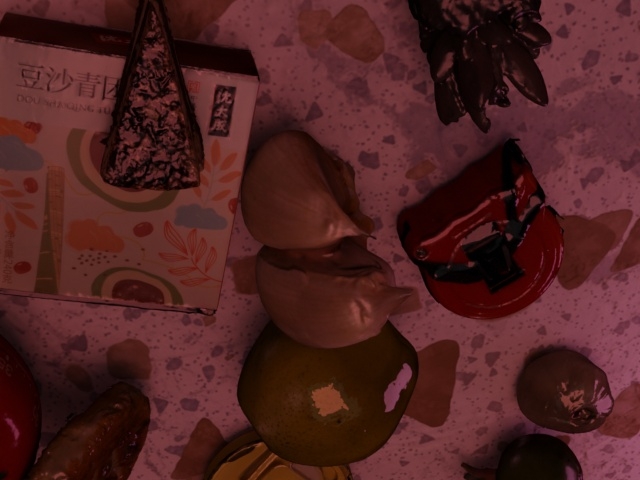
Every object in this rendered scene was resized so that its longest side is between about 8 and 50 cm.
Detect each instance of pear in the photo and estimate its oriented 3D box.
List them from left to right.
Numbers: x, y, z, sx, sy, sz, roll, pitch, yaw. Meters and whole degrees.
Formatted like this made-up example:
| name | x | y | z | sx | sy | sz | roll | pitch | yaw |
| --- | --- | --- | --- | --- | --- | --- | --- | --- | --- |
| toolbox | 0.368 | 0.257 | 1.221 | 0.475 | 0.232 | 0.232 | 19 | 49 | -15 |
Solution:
| name | x | y | z | sx | sy | sz | roll | pitch | yaw |
| --- | --- | --- | --- | --- | --- | --- | --- | --- | --- |
| pear | 0.008 | 0.224 | 1.500 | 0.294 | 0.294 | 0.294 | -4 | 119 | -8 |

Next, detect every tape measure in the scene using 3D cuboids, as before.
| name | x | y | z | sx | sy | sz | roll | pitch | yaw |
| --- | --- | --- | --- | --- | --- | --- | --- | --- | --- |
| tape measure | 0.270 | 0.001 | 1.511 | 0.253 | 0.114 | 0.260 | -34 | 119 | 10 |

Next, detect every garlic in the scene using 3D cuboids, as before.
| name | x | y | z | sx | sy | sz | roll | pitch | yaw |
| --- | --- | --- | --- | --- | --- | --- | --- | --- | --- |
| garlic | 0.000 | 0.000 | 1.355 | 0.249 | 0.313 | 0.286 | 10 | 115 | -3 |

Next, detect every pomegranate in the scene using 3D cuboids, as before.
| name | x | y | z | sx | sy | sz | roll | pitch | yaw |
| --- | --- | --- | --- | --- | --- | --- | --- | --- | --- |
| pomegranate | 0.371 | 0.449 | 1.755 | 0.224 | 0.181 | 0.181 | -4 | 122 | 17 |

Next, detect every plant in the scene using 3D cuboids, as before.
| name | x | y | z | sx | sy | sz | roll | pitch | yaw |
| --- | --- | --- | --- | --- | --- | --- | --- | --- | --- |
| plant | 0.212 | -0.315 | 1.282 | 0.181 | 0.194 | 0.320 | -18 | 117 | 5 |

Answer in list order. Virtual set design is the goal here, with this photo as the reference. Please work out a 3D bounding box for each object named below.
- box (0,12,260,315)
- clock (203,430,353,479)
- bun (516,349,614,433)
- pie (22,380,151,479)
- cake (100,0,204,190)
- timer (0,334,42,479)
| name | x | y | z | sx | sy | sz | roll | pitch | yaw |
| --- | --- | --- | --- | --- | --- | --- | --- | --- | --- |
| box | -0.292 | -0.098 | 1.355 | 0.344 | 0.122 | 0.385 | 7 | 117 | -13 |
| clock | -0.081 | 0.458 | 1.726 | 0.293 | 0.071 | 0.277 | -39 | 114 | 11 |
| bun | 0.446 | 0.285 | 1.697 | 0.173 | 0.113 | 0.166 | 3 | 118 | -9 |
| pie | -0.370 | 0.365 | 1.513 | 0.092 | 0.315 | 0.315 | 28 | 114 | 12 |
| cake | -0.187 | -0.183 | 1.195 | 0.135 | 0.112 | 0.246 | 12 | 112 | -19 |
| timer | -0.612 | 0.276 | 1.418 | 0.378 | 0.279 | 0.378 | -4 | 117 | -7 |
